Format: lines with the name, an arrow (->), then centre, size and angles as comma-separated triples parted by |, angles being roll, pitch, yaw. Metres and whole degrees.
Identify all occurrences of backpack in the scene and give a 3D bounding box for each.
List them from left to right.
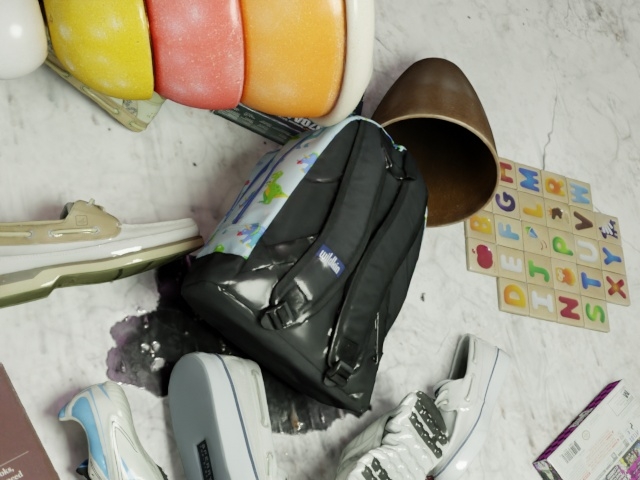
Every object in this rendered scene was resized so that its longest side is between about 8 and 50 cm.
backpack -> 0.000, 0.000, 1.225 | 0.290, 0.273, 0.356 | 41, 69, -25

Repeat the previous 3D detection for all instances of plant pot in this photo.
plant pot -> 0.171, -0.175, 1.441 | 0.215, 0.215, 0.230 | 28, 43, -16

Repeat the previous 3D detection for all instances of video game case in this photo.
video game case -> 0.461, 0.362, 1.440 | 0.232, 0.042, 0.210 | -33, 87, -36

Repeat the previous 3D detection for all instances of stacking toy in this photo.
stacking toy -> -0.201, -0.275, 1.101 | 0.479, 0.350, 0.351 | -12, 74, -17

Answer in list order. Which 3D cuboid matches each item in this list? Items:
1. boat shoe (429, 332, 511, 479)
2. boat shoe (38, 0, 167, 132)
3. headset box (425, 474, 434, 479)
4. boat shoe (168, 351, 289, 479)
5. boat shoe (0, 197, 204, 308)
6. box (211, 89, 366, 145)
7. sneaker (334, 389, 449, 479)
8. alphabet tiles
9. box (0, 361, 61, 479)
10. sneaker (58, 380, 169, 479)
boat shoe -> 0.194, 0.235, 1.322 | 0.084, 0.095, 0.258 | 34, 40, -1
boat shoe -> -0.336, -0.245, 1.230 | 0.285, 0.089, 0.105 | 32, 25, -13
headset box -> 0.132, 0.358, 1.262 | 0.062, 0.032, 0.083 | -4, 70, -32
boat shoe -> -0.075, 0.312, 1.121 | 0.156, 0.136, 0.367 | 7, 57, -41
boat shoe -> -0.288, 0.001, 1.139 | 0.302, 0.113, 0.103 | -13, 80, -32
box -> -0.040, -0.228, 1.421 | 0.220, 0.051, 0.175 | 23, 58, -19
sneaker -> 0.066, 0.297, 1.154 | 0.110, 0.118, 0.292 | 60, 29, -3
alphabet tiles -> 0.386, 0.004, 1.581 | 0.342, 0.011, 0.285 | 13, 63, -24
box -> -0.338, 0.340, 0.941 | 0.191, 0.143, 0.381 | -24, 83, -35
sneaker -> -0.225, 0.280, 1.077 | 0.086, 0.085, 0.237 | -26, 88, -3
